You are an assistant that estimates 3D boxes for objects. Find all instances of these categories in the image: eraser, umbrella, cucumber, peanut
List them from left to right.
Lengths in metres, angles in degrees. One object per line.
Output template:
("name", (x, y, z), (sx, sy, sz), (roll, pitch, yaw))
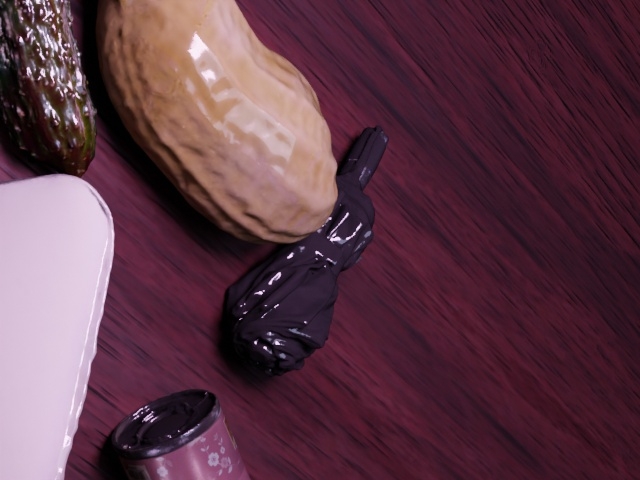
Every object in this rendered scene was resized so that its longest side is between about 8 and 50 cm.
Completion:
("eraser", (-0.316, 0.113, 1.231), (0.331, 0.150, 0.331), (9, 78, -47))
("cucumber", (-0.271, -0.220, 1.349), (0.096, 0.096, 0.359), (-23, 107, -46))
("peanut", (-0.103, -0.137, 1.475), (0.174, 0.158, 0.340), (-49, 121, -12))
("umbrella", (0.000, 0.000, 1.631), (0.118, 0.118, 0.340), (52, 46, -32))

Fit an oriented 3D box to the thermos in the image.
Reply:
("thermos", (-0.101, 0.321, 1.477), (0.136, 0.109, 0.330), (-39, 115, -43))
